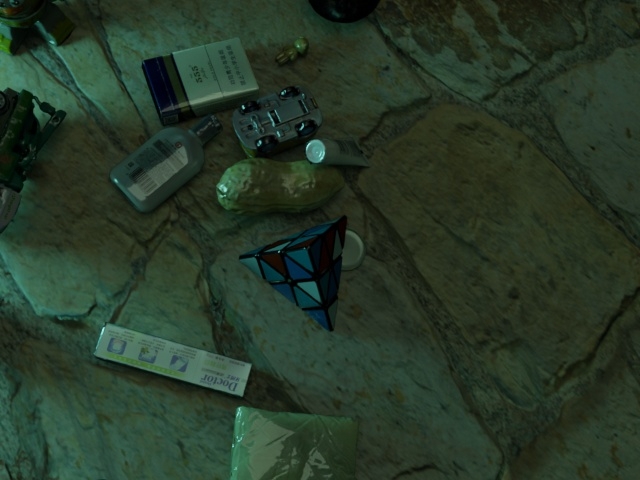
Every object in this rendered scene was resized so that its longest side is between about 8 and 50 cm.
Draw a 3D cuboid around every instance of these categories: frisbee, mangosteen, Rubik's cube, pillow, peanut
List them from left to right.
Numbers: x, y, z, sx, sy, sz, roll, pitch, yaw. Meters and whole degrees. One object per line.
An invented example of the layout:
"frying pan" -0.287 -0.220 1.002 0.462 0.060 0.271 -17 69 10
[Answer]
"peanut" -0.093 -0.133 1.727 0.313 0.149 0.149 -5 73 -12
"pillow" -0.061 0.506 1.552 0.280 0.076 0.275 8 73 -11
"Rubik's cube" 0.000 0.000 1.669 0.284 0.250 0.234 36 59 10
"frisbee" 0.058 0.020 1.757 0.110 0.014 0.110 3 72 -8
"mangosteen" 0.067 -0.684 1.896 0.216 0.216 0.216 2 72 -7

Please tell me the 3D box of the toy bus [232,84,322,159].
"toy bus" -0.109 -0.276 1.767 0.209 0.136 0.126 -23 76 -14

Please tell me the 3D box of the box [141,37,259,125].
"box" -0.300 -0.399 1.816 0.259 0.071 0.168 -17 75 -12

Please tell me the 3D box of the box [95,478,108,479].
"box" -0.480 0.609 1.475 0.212 0.042 0.201 -29 78 -15

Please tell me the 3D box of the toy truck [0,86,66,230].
"toy truck" -0.726 -0.184 1.631 0.177 0.176 0.364 27 66 -23

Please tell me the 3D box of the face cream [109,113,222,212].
"face cream" -0.359 -0.200 1.742 0.144 0.071 0.291 43 72 6

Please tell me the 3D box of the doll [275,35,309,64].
"doll" -0.075 -0.496 1.890 0.093 0.051 0.061 -20 47 -16

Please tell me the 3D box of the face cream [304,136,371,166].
"face cream" 0.046 -0.215 1.747 0.058 0.243 0.092 -35 78 29

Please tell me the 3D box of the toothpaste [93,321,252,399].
"toothpaste" -0.322 0.268 1.597 0.336 0.067 0.081 16 70 -3

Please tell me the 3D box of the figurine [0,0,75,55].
"figurine" -0.722 -0.577 1.705 0.342 0.285 0.167 -36 78 -19
